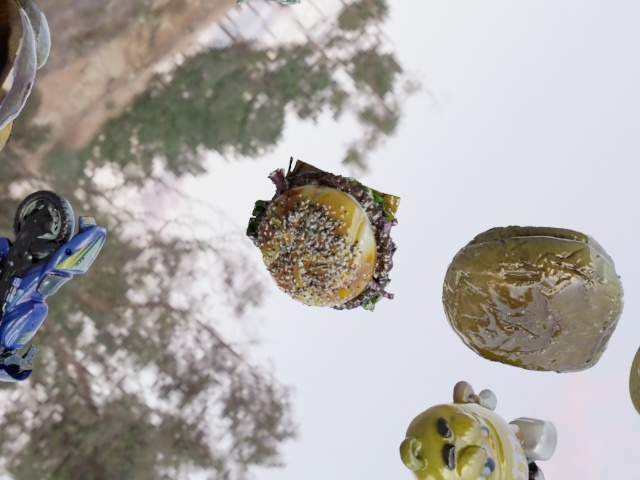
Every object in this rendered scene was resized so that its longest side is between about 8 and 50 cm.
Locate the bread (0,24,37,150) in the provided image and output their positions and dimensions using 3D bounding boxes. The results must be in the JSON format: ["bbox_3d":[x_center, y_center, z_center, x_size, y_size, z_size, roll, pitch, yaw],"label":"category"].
[{"bbox_3d":[-0.354,-0.161,1.124,0.143,0.149,0.158,16,90,-68],"label":"bread"}]

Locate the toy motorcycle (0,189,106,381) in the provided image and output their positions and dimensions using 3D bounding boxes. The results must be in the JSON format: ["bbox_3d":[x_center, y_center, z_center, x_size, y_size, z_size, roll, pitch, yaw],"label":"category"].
[{"bbox_3d":[-0.406,0.078,1.671,0.315,0.169,0.113,-50,156,13],"label":"toy motorcycle"}]

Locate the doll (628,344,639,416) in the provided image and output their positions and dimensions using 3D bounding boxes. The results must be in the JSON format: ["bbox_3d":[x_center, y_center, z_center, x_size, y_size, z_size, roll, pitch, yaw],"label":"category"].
[{"bbox_3d":[0.440,0.193,1.305,0.208,0.271,0.144,-23,-168,-27],"label":"doll"}]

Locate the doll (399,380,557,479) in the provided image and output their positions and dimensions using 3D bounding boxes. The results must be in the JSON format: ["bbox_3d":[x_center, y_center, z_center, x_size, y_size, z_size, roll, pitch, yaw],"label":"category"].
[{"bbox_3d":[0.293,0.409,2.170,0.161,0.348,0.423,-23,-174,31],"label":"doll"}]

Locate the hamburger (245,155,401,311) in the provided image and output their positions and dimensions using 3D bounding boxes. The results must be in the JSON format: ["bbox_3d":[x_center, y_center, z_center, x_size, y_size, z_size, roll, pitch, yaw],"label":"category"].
[{"bbox_3d":[-0.003,0.001,1.347,0.189,0.164,0.093,12,-160,31],"label":"hamburger"}]

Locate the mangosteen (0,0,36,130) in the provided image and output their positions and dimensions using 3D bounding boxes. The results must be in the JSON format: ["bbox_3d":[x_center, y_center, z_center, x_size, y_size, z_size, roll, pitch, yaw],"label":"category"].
[{"bbox_3d":[-0.386,-0.190,0.817,0.382,0.435,0.382,-6,-122,10],"label":"mangosteen"}]

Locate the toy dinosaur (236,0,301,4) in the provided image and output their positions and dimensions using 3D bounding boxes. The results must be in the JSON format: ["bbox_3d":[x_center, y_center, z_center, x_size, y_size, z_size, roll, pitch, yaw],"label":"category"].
[{"bbox_3d":[-0.046,-0.322,1.312,0.053,0.167,0.242,-5,177,-21],"label":"toy dinosaur"}]

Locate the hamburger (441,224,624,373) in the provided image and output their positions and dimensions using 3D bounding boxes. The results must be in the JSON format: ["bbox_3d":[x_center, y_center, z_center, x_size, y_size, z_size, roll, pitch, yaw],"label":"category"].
[{"bbox_3d":[0.316,0.093,1.876,0.134,0.265,0.285,-84,178,-45],"label":"hamburger"}]

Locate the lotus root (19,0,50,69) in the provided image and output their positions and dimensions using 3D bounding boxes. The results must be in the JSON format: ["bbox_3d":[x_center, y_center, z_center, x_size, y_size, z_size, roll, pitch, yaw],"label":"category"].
[{"bbox_3d":[-0.468,-0.333,1.977,0.088,0.088,0.165,-28,-117,43],"label":"lotus root"}]
